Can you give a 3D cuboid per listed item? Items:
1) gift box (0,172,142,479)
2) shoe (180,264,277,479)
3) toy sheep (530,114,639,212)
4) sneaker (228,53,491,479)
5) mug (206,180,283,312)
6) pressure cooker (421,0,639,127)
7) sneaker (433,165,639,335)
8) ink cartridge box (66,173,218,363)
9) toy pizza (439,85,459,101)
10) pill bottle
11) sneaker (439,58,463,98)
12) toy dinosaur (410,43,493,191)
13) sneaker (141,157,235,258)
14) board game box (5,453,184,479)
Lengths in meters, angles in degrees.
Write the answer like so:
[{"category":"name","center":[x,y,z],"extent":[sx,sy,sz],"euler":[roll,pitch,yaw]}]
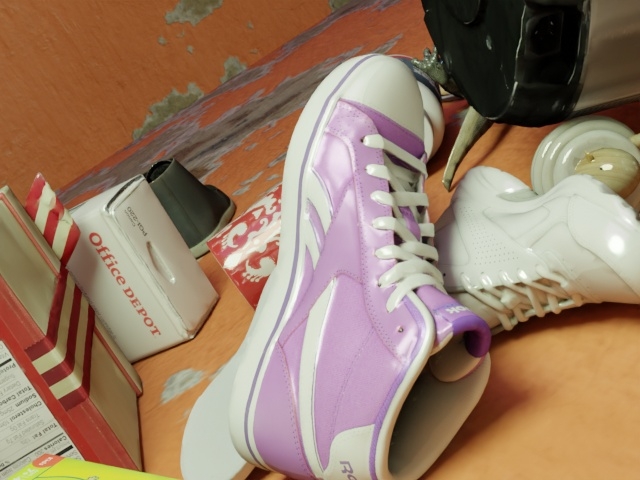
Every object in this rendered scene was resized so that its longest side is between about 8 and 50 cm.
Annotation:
[{"category":"gift box","center":[-0.299,0.096,0.835],"extent":[0.255,0.276,0.258],"euler":[-27,15,-5]},{"category":"shoe","center":[-0.027,0.102,0.710],"extent":[0.063,0.081,0.178],"euler":[17,74,34]},{"category":"toy sheep","center":[0.192,-0.047,0.717],"extent":[0.091,0.091,0.132],"euler":[-31,2,0]},{"category":"sneaker","center":[0.051,0.012,0.618],"extent":[0.161,0.102,0.282],"euler":[-3,71,49]},{"category":"mug","center":[-0.006,-0.008,0.899],"extent":[0.169,0.113,0.150],"euler":[-35,15,-3]},{"category":"pressure cooker","center":[0.280,-0.297,0.748],"extent":[0.420,0.375,0.370],"euler":[-15,42,-2]},{"category":"sneaker","center":[0.132,0.023,0.642],"extent":[0.115,0.090,0.232],"euler":[-48,17,-9]},{"category":"ink cartridge box","center":[-0.239,0.051,1.038],"extent":[0.218,0.158,0.092],"euler":[-22,18,26]},{"category":"toy pizza","center":[0.223,-0.241,1.301],"extent":[0.201,0.032,0.201],"euler":[-28,17,9]},{"category":"pill bottle","center":[0.081,-0.132,1.104],"extent":[0.108,0.108,0.180],"euler":[-27,18,14]},{"category":"sneaker","center":[0.227,-0.254,1.192],"extent":[0.232,0.081,0.090],"euler":[-41,42,-13]},{"category":"toy dinosaur","center":[0.164,-0.167,1.042],"extent":[0.064,0.118,0.268],"euler":[-28,13,47]},{"category":"sneaker","center":[-0.175,-0.064,1.326],"extent":[0.083,0.118,0.222],"euler":[-30,17,3]},{"category":"board game box","center":[-0.113,0.169,0.557],"extent":[0.181,0.043,0.092],"euler":[2,19,30]}]
